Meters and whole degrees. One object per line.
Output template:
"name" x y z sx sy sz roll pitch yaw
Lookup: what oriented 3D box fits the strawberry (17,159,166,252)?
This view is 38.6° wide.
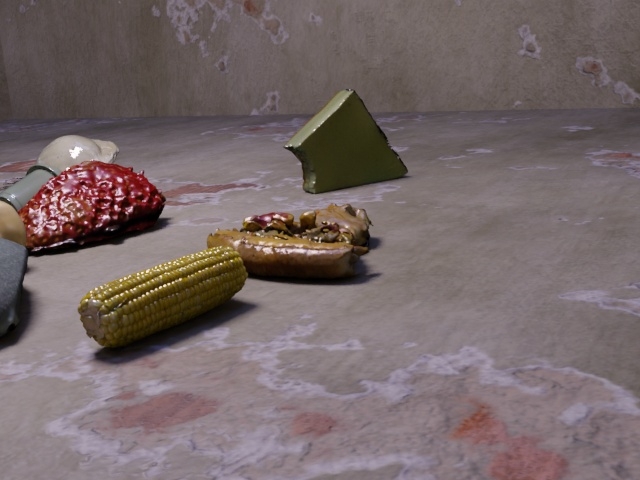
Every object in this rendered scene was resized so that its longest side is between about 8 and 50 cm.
"strawberry" -0.436 -0.071 1.677 0.234 0.137 0.306 3 14 21

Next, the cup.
"cup" -0.572 -0.077 1.812 0.120 0.120 0.141 3 29 29

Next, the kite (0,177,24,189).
"kite" -0.679 -0.154 2.321 0.286 0.015 0.152 -5 14 -3

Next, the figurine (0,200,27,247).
"figurine" -0.559 0.001 1.498 0.108 0.114 0.196 -21 5 -41

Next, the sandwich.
"sandwich" 0.048 -0.170 1.970 0.212 0.245 0.063 -45 31 -12

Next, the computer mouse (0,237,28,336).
"computer mouse" -0.500 0.049 1.254 0.203 0.114 0.374 -11 14 -21

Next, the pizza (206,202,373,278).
"pizza" 0.000 0.000 1.393 0.288 0.073 0.251 -14 20 -30

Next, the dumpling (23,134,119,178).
"dumpling" -0.595 -0.159 2.122 0.252 0.131 0.179 -14 35 5

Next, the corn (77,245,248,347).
"corn" -0.192 0.068 1.147 0.081 0.081 0.248 7 18 38
